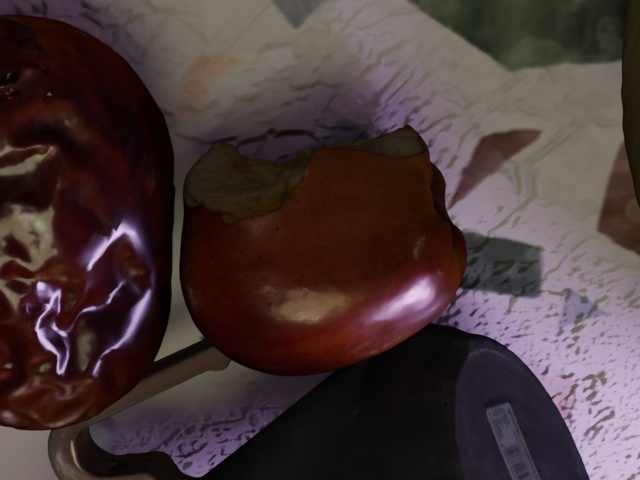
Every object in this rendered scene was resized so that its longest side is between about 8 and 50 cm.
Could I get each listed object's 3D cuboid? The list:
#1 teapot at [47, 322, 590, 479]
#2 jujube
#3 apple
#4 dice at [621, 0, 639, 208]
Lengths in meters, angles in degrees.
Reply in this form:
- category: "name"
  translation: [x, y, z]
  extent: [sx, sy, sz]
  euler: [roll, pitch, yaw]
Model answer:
- category: "teapot"
  translation: [-0.018, 0.199, 1.272]
  extent: [0.344, 0.253, 0.300]
  euler: [-25, 103, 23]
- category: "jujube"
  translation: [-0.172, -0.014, 1.117]
  extent: [0.183, 0.183, 0.243]
  euler: [-5, 129, 2]
- category: "apple"
  translation: [0.004, 0.006, 1.147]
  extent: [0.158, 0.147, 0.156]
  euler: [-5, 169, 15]
- category: "dice"
  translation: [0.296, -0.105, 1.014]
  extent: [0.233, 0.238, 0.227]
  euler: [3, 132, -6]
